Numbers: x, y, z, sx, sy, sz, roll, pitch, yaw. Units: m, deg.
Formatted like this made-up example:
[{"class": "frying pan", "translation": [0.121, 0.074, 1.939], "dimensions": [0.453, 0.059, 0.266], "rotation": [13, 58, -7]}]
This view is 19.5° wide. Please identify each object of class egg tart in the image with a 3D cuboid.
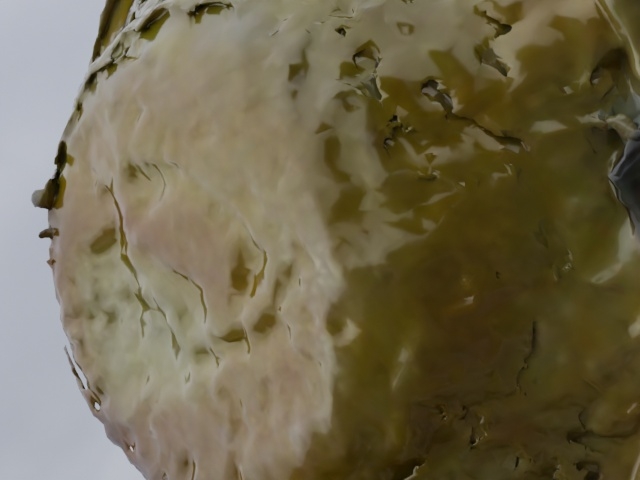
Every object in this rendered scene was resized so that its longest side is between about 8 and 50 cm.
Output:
[{"class": "egg tart", "translation": [0.000, 0.000, 0.915], "dimensions": [0.178, 0.443, 0.443], "rotation": [-16, -33, -46]}]
